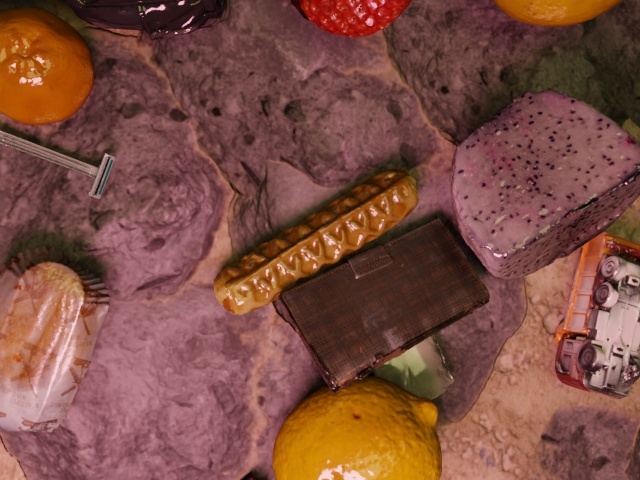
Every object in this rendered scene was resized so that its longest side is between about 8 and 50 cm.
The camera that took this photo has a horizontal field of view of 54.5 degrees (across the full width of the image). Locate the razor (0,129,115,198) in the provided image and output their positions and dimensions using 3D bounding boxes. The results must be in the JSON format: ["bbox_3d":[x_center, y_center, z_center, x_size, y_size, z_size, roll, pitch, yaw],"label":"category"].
[{"bbox_3d":[-0.399,-0.125,0.895,0.191,0.037,0.068,20,90,-10],"label":"razor"}]

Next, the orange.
[{"bbox_3d":[-0.392,-0.237,0.845,0.159,0.136,0.159,-1,93,-15],"label":"orange"}]

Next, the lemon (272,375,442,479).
[{"bbox_3d":[0.060,0.315,0.908,0.253,0.228,0.228,-23,96,-5],"label":"lemon"}]

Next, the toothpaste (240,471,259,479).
[{"bbox_3d":[-0.035,0.511,0.974,0.076,0.066,0.320,-40,98,-10],"label":"toothpaste"}]

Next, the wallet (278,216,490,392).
[{"bbox_3d":[0.105,0.088,0.955,0.317,0.044,0.169,-25,72,-26],"label":"wallet"}]

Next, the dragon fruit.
[{"bbox_3d":[0.341,-0.087,0.998,0.283,0.204,0.221,-35,70,5],"label":"dragon fruit"}]

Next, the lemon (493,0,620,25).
[{"bbox_3d":[0.370,-0.469,0.941,0.297,0.297,0.297,0,91,-13],"label":"lemon"}]

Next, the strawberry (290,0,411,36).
[{"bbox_3d":[0.054,-0.434,0.873,0.250,0.288,0.238,40,72,-31],"label":"strawberry"}]

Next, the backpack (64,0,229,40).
[{"bbox_3d":[-0.263,-0.391,0.887,0.258,0.133,0.206,-6,89,-6],"label":"backpack"}]

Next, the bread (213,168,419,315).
[{"bbox_3d":[-0.001,-0.001,0.970,0.367,0.084,0.077,-31,137,-13],"label":"bread"}]

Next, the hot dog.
[{"bbox_3d":[-0.398,0.143,0.879,0.163,0.082,0.270,21,93,-4],"label":"hot dog"}]

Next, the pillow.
[{"bbox_3d":[0.129,0.162,1.016,0.128,0.051,0.229,-22,94,-15],"label":"pillow"}]

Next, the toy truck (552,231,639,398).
[{"bbox_3d":[0.484,0.124,1.062,0.114,0.135,0.270,18,82,-11],"label":"toy truck"}]
